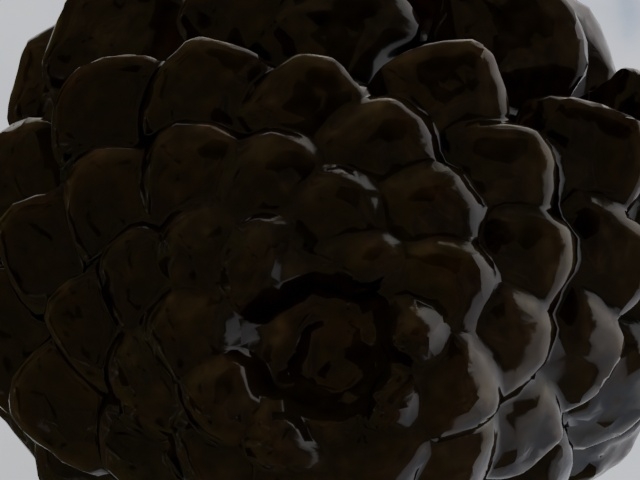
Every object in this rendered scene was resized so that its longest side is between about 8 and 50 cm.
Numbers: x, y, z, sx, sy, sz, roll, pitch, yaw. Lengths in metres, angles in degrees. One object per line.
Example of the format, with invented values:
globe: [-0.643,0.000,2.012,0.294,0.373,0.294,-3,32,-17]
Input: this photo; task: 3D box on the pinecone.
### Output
pinecone: [0.004,0.003,0.521,0.184,0.204,0.179,27,-81,7]
